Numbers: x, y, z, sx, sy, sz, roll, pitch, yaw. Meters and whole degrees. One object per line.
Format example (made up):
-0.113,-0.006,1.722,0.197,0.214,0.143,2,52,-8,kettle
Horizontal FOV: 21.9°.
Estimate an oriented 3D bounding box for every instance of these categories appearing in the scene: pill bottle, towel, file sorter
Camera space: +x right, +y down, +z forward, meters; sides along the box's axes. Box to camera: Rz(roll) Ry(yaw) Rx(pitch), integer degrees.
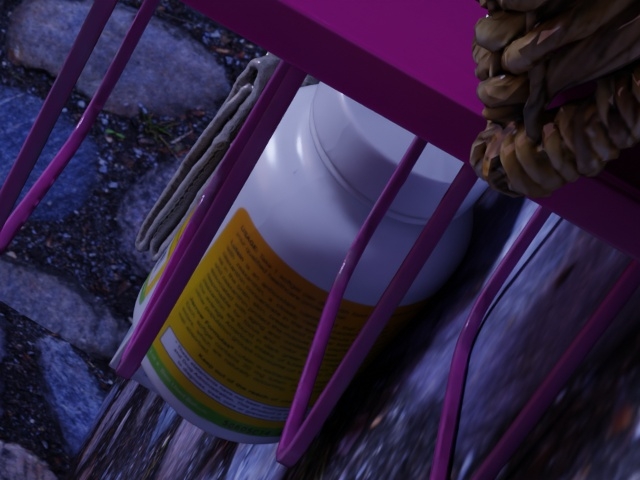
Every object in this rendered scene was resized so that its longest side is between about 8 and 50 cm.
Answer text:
0.000,0.000,0.921,0.246,0.136,0.136,-51,9,45,pill bottle
0.016,-0.071,1.090,0.282,0.049,0.187,-23,-21,-45,towel
-0.024,-0.046,0.656,0.182,0.290,0.202,-58,6,27,file sorter

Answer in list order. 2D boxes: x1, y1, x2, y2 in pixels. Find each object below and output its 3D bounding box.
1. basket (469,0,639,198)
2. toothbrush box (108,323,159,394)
0.152,-0.167,0.512,0.299,0.213,0.223,-73,-21,-65,basket
-0.031,-0.016,1.313,0.283,0.122,0.206,-64,8,-31,toothbrush box
